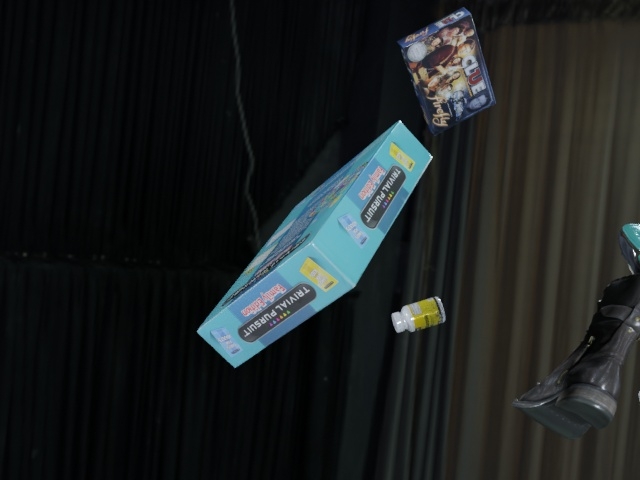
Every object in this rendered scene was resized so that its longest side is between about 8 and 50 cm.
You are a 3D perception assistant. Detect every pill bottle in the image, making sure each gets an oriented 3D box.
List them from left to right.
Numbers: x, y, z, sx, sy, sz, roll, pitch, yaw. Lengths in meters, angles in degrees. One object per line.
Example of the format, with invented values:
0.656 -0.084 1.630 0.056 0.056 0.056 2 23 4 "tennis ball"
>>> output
0.228 0.177 1.935 0.116 0.065 0.065 -16 2 -5 "pill bottle"

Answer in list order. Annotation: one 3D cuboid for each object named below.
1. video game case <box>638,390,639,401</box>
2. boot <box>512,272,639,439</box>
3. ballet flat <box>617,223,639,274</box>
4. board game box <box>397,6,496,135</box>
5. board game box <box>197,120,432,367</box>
0.704 0.385 1.444 0.269 0.061 0.244 22 35 -2 "video game case"
0.396 0.162 1.196 0.091 0.229 0.263 32 -21 -3 "boot"
0.544 0.042 1.369 0.074 0.074 0.203 6 25 -1 "ballet flat"
0.286 -0.374 1.847 0.165 0.243 0.042 -28 39 0 "board game box"
0.000 0.000 1.151 0.253 0.079 0.336 -38 11 39 "board game box"
